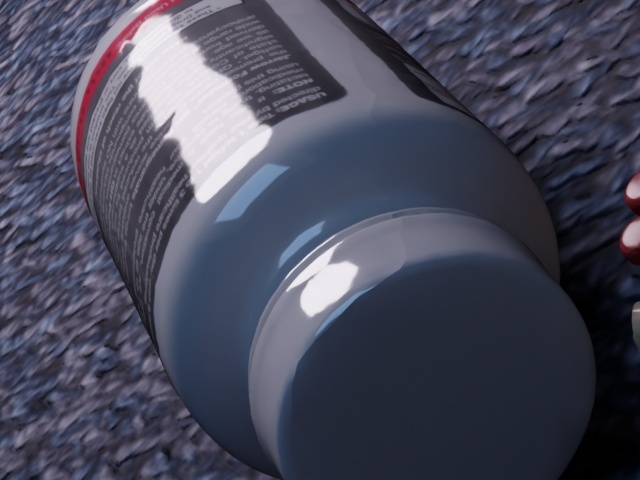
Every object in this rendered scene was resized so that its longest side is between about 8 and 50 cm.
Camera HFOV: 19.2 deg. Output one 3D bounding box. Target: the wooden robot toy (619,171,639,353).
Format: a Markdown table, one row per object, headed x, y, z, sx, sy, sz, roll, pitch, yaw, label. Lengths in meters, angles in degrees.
| x | y | z | sx | sy | sz | roll | pitch | yaw | label |
| --- | --- | --- | --- | --- | --- | --- | --- | --- | --- |
| 0.165 | 0.011 | 0.725 | 0.079 | 0.076 | 0.173 | -16 | 43 | 28 | wooden robot toy |

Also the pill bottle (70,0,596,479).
| x | y | z | sx | sy | sz | roll | pitch | yaw | label |
| --- | --- | --- | --- | --- | --- | --- | --- | --- | --- |
| 0.000 | 0.000 | 0.845 | 0.176 | 0.176 | 0.318 | -46 | 29 | 6 | pill bottle |
